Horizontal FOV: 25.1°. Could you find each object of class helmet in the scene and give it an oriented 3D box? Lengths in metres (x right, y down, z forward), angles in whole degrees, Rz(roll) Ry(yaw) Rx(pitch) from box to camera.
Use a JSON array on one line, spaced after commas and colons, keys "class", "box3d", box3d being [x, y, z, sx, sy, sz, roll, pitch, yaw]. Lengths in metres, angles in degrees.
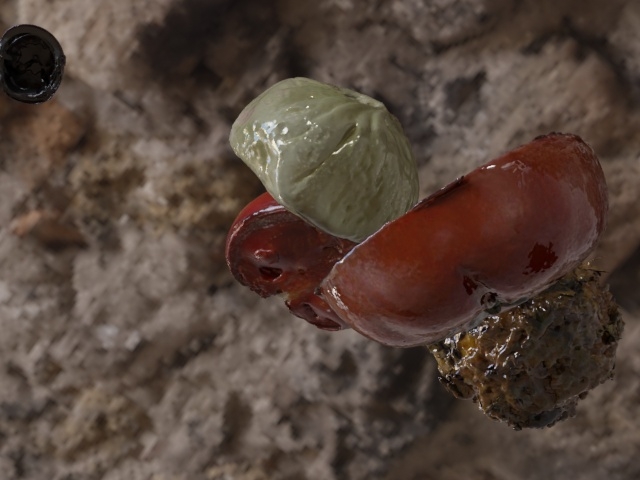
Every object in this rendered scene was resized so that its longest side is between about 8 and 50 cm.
[{"class": "helmet", "box3d": [-0.409, -0.258, 2.046, 0.070, 0.098, 0.123, -86, 8, -66]}]

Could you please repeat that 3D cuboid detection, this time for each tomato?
[{"class": "tomato", "box3d": [0.000, 0.000, 1.918, 0.200, 0.233, 0.140, -36, 27, 38]}, {"class": "tomato", "box3d": [0.108, 0.014, 1.010, 0.225, 0.085, 0.225, -30, -9, -5]}]

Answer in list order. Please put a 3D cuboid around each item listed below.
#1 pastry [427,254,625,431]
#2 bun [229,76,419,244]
[{"class": "pastry", "box3d": [0.265, 0.121, 1.877, 0.275, 0.275, 0.193, -53, 10, 2]}, {"class": "bun", "box3d": [0.022, -0.099, 1.644, 0.153, 0.244, 0.244, -51, 13, 17]}]
